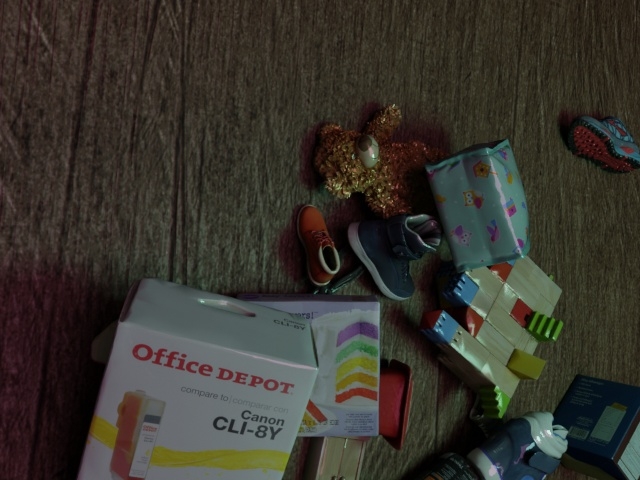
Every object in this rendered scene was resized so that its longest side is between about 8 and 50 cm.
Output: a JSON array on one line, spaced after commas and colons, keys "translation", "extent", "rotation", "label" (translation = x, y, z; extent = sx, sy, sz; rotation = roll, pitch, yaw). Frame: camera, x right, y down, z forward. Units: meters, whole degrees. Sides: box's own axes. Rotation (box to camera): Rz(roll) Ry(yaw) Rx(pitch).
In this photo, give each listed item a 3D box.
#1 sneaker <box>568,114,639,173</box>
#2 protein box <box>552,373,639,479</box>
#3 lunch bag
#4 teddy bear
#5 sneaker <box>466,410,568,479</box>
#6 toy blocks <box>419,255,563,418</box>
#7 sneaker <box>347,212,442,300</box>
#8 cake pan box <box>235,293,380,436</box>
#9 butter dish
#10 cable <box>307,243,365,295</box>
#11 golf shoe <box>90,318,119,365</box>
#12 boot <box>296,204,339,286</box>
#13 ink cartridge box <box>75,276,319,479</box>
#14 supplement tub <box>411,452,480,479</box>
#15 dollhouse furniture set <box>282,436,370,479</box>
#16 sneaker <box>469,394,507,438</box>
[{"translation": [0.717, -0.266, 1.730], "extent": [0.262, 0.104, 0.125], "rotation": [23, 61, -35], "label": "sneaker"}, {"translation": [0.691, 0.459, 1.642], "extent": [0.201, 0.200, 0.136], "rotation": [-49, 114, -22], "label": "protein box"}, {"translation": [0.323, -0.078, 1.325], "extent": [0.262, 0.160, 0.223], "rotation": [-28, 101, -62], "label": "lunch bag"}, {"translation": [0.150, -0.141, 1.347], "extent": [0.338, 0.113, 0.245], "rotation": [32, 72, -29], "label": "teddy bear"}, {"translation": [0.464, 0.514, 1.485], "extent": [0.236, 0.130, 0.323], "rotation": [-30, 122, -10], "label": "sneaker"}, {"translation": [0.351, 0.143, 1.455], "extent": [0.261, 0.191, 0.381], "rotation": [42, 64, -15], "label": "toy blocks"}, {"translation": [0.175, 0.034, 1.315], "extent": [0.226, 0.163, 0.086], "rotation": [49, 39, -38], "label": "sneaker"}, {"translation": [-0.029, 0.218, 1.188], "extent": [0.267, 0.070, 0.246], "rotation": [2, 94, -1], "label": "cake pan box"}, {"translation": [0.105, 0.310, 1.320], "extent": [0.118, 0.160, 0.160], "rotation": [10, 85, -9], "label": "butter dish"}, {"translation": [-0.012, 0.119, 1.297], "extent": [0.139, 0.072, 0.287], "rotation": [30, 62, -12], "label": "cable"}, {"translation": [-0.262, 0.249, 1.108], "extent": [0.140, 0.115, 0.306], "rotation": [-24, 108, -4], "label": "golf shoe"}, {"translation": [0.000, 0.000, 1.256], "extent": [0.059, 0.084, 0.158], "rotation": [-8, 75, -21], "label": "boot"}, {"translation": [-0.192, 0.281, 0.985], "extent": [0.279, 0.160, 0.384], "rotation": [15, 105, -11], "label": "ink cartridge box"}, {"translation": [0.234, 0.538, 1.403], "extent": [0.190, 0.117, 0.117], "rotation": [-28, 105, -28], "label": "supplement tub"}, {"translation": [0.090, 0.447, 1.170], "extent": [0.303, 0.355, 0.174], "rotation": [16, 81, -31], "label": "dollhouse furniture set"}, {"translation": [0.375, 0.402, 1.530], "extent": [0.086, 0.064, 0.192], "rotation": [-5, 102, -13], "label": "sneaker"}]
